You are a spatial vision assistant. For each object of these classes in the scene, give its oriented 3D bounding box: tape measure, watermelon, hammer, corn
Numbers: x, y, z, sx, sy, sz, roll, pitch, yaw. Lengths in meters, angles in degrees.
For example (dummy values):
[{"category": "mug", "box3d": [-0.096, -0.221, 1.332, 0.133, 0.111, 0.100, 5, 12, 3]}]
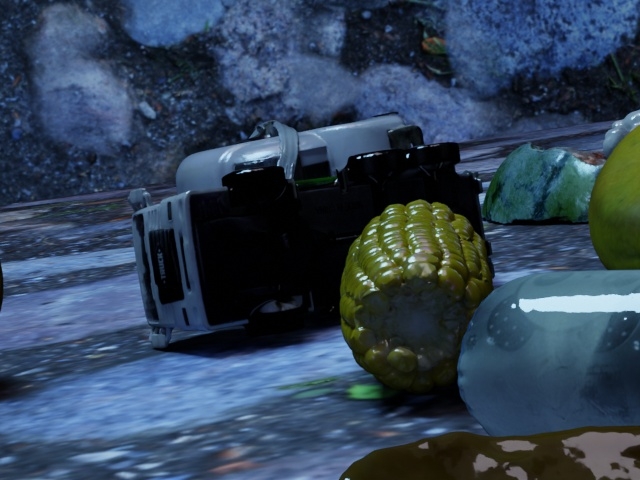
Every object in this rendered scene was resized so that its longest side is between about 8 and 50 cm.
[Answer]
[{"category": "tape measure", "box3d": [-0.042, -0.059, 1.454, 0.197, 0.120, 0.236, -14, 4, -34]}, {"category": "watermelon", "box3d": [0.228, -0.055, 1.328, 0.139, 0.071, 0.187, -6, 4, -28]}, {"category": "hammer", "box3d": [0.148, 0.039, 0.549, 0.116, 0.069, 0.194, -3, 3, 45]}, {"category": "corn", "box3d": [0.048, 0.023, 0.742, 0.080, 0.080, 0.238, -7, 4, 6]}]

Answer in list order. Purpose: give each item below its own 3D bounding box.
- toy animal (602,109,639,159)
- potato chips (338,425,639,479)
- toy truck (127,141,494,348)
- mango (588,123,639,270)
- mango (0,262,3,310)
[{"category": "toy animal", "box3d": [0.290, -0.078, 1.211, 0.131, 0.104, 0.221, 22, 6, -1]}, {"category": "potato chips", "box3d": [0.103, 0.071, 0.365, 0.201, 0.049, 0.150, -9, 1, 4]}, {"category": "toy truck", "box3d": [0.000, 0.000, 0.930, 0.242, 0.101, 0.125, -8, 1, -34]}, {"category": "mango", "box3d": [0.259, -0.034, 0.893, 0.176, 0.119, 0.317, 0, 18, 36]}, {"category": "mango", "box3d": [-0.286, 0.039, 0.826, 0.221, 0.120, 0.151, -13, 2, 11]}]
